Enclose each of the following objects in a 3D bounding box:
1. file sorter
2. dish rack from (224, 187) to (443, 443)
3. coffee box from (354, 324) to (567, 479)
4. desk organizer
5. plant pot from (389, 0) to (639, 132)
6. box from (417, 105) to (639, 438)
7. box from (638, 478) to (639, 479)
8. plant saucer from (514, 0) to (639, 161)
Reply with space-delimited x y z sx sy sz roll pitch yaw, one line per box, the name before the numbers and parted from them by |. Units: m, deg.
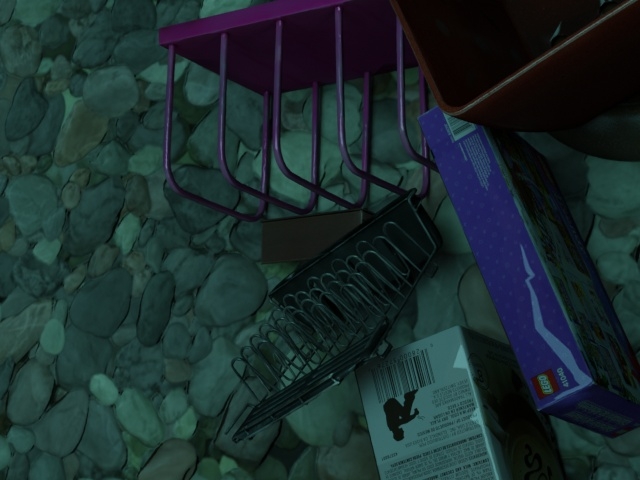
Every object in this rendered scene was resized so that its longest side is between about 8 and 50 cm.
file sorter | 0.006 -0.132 1.314 0.291 0.202 0.182 -7 76 30
dish rack | 0.005 0.075 1.204 0.208 0.271 0.074 -37 99 33
coffee box | 0.148 0.244 1.137 0.119 0.168 0.297 -24 66 25
desk organizer | 0.000 0.000 1.370 0.130 0.047 0.050 -6 76 30
plant pot | 0.221 -0.247 1.132 0.267 0.236 0.267 -32 63 21
box | 0.199 0.026 1.147 0.057 0.201 0.293 -30 62 21
box | 0.330 0.311 0.912 0.290 0.279 0.177 26 115 35
plant saucer | 0.315 -0.232 1.241 0.311 0.050 0.310 -9 73 30
